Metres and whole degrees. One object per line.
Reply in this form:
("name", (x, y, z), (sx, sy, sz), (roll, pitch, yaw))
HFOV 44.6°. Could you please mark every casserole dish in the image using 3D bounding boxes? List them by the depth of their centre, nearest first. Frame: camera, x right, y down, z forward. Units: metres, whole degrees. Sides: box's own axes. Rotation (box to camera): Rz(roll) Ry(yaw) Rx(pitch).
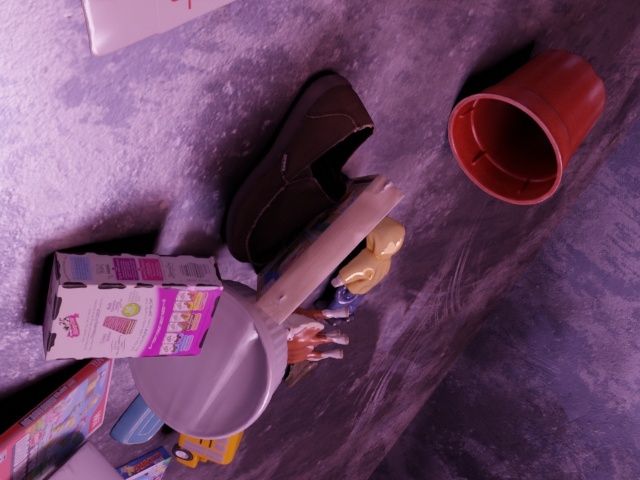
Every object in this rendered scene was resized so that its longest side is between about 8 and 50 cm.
("casserole dish", (-0.339, 0.344, 1.562), (0.188, 0.037, 0.114), (-52, 155, 8))

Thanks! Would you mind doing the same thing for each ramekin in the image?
("ramekin", (-0.179, 0.189, 1.326), (0.273, 0.273, 0.127), (-55, 166, 18))

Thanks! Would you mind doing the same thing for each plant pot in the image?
("plant pot", (0.463, -0.264, 1.690), (0.265, 0.272, 0.272), (-43, 156, -29))

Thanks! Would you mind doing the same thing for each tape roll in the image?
("tape roll", (-0.475, 0.474, 1.326), (0.286, 0.100, 0.286), (-41, -177, 3))

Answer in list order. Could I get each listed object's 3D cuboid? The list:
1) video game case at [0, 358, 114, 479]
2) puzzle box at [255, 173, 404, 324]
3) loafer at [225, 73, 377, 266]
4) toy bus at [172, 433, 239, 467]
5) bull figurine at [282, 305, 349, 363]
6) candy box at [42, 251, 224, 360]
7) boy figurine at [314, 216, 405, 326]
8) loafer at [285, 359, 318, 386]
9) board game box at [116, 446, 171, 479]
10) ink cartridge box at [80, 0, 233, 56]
("video game case", (-0.452, 0.326, 1.278), (0.285, 0.025, 0.204), (-44, 161, -48))
("puzzle box", (0.000, 0.000, 1.336), (0.272, 0.052, 0.409), (-46, -175, -1))
("loafer", (-0.035, -0.090, 1.282), (0.134, 0.130, 0.366), (-8, 135, -53))
("toy bus", (-0.219, 0.360, 1.614), (0.332, 0.130, 0.108), (107, 3, -46))
("bull figurine", (-0.039, 0.200, 1.671), (0.188, 0.101, 0.310), (0, 163, -5))
("candy box", (-0.277, 0.097, 1.146), (0.233, 0.071, 0.159), (2, 131, -28))
("boy figurine", (0.091, 0.068, 1.767), (0.177, 0.092, 0.285), (-12, 137, -51))
("loafer", (-0.052, 0.325, 1.976), (0.056, 0.050, 0.148), (-20, 160, -38))
("board game box", (-0.432, 0.542, 1.709), (0.201, 0.035, 0.136), (-17, 142, -47))
("ink cartridge box", (-0.118, -0.349, 0.776), (0.353, 0.119, 0.207), (-34, 153, -28))
